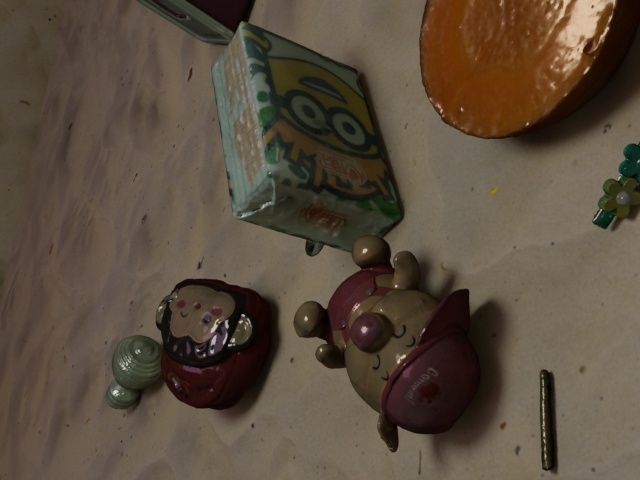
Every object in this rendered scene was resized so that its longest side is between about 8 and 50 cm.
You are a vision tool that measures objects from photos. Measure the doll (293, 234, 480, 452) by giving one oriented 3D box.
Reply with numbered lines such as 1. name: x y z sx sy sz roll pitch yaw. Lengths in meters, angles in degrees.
1. doll: 0.089 0.116 1.069 0.256 0.152 0.196 46 128 49

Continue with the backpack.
1. backpack: -0.177 0.175 1.469 0.229 0.139 0.229 -13 68 34

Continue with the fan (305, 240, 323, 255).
1. fan: -0.005 0.004 1.395 0.060 0.003 0.080 -55 37 29

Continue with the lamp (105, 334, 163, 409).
1. lamp: -0.375 0.265 1.769 0.193 0.106 0.106 -56 35 43

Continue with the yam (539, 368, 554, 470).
1. yam: 0.238 0.189 0.932 0.014 0.014 0.107 -23 58 51

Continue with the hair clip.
1. hair clip: 0.324 -0.088 0.892 0.049 0.049 0.172 43 112 55

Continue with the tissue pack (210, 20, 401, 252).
1. tissue pack: -0.027 -0.147 1.285 0.128 0.228 0.310 -46 42 36

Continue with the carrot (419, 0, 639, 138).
1. carrot: 0.226 -0.254 1.000 0.307 0.100 0.258 -54 57 32

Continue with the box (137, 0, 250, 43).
1. box: -0.275 -0.538 1.795 0.193 0.294 0.167 19 82 57
